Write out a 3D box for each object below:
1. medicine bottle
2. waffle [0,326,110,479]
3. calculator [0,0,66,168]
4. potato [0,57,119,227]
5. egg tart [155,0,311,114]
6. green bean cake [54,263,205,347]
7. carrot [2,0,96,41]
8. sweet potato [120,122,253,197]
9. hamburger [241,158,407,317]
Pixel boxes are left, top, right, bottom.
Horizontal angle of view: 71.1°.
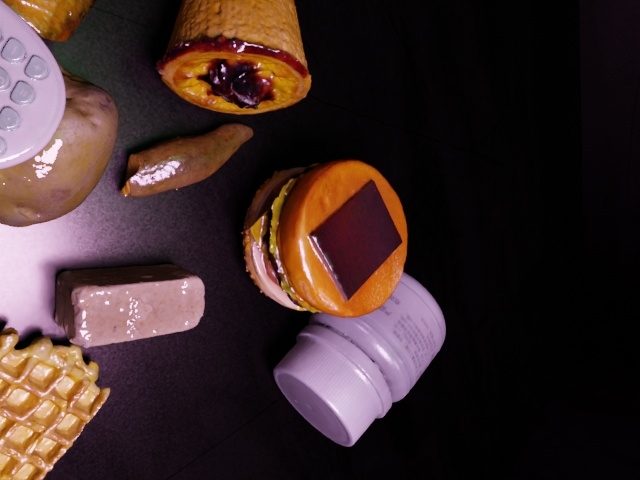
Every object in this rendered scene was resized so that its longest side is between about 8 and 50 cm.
[{"bbox_3d":[0.079,0.222,0.904,0.306,0.245,0.245,-41,125,-30],"label":"medicine bottle"},{"bbox_3d":[-0.412,0.213,0.558,0.229,0.057,0.219,-56,131,-21],"label":"waffle"},{"bbox_3d":[-0.381,-0.172,0.381,0.295,0.042,0.184,28,77,-30],"label":"calculator"},{"bbox_3d":[-0.330,-0.113,0.517,0.154,0.137,0.200,23,81,-17],"label":"potato"},{"bbox_3d":[-0.121,-0.279,0.645,0.215,0.215,0.171,8,78,-45],"label":"egg tart"},{"bbox_3d":[-0.267,0.085,0.634,0.179,0.109,0.085,-2,100,-44],"label":"green bean cake"},{"bbox_3d":[-0.276,-0.361,0.525,0.114,0.114,0.302,37,76,-42],"label":"carrot"},{"bbox_3d":[-0.189,-0.131,0.686,0.244,0.077,0.077,-32,120,-34],"label":"sweet potato"},{"bbox_3d":[0.000,0.000,0.793,0.291,0.225,0.291,-2,94,-41],"label":"hamburger"}]
